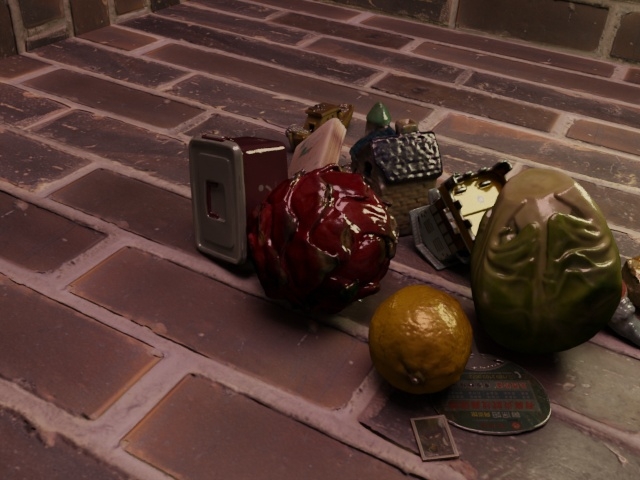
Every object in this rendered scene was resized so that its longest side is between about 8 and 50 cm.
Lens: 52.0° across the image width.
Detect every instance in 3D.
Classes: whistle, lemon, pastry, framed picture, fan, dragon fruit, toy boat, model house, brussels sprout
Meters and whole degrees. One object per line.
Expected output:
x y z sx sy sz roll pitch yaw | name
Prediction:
0.632 0.143 1.404 0.122 0.123 0.223 -25 58 -36 | whistle
0.183 0.183 1.215 0.192 0.192 0.231 12 33 11 | lemon
0.785 0.107 1.482 0.192 0.093 0.182 -1 35 0 | pastry
0.197 0.342 1.140 0.066 0.007 0.089 -4 36 -6 | framed picture
0.291 0.268 1.264 0.223 0.012 0.294 -17 39 -25 | fan
0.000 0.002 1.372 0.329 0.329 0.329 3 34 -2 | dragon fruit
0.008 -0.377 2.091 0.089 0.122 0.321 18 36 29 | toy boat
0.168 -0.198 1.711 0.243 0.284 0.298 -6 35 -23 | model house
0.443 0.042 1.308 0.289 0.355 0.281 -6 17 11 | brussels sprout
0.364 -0.054 1.566 0.224 0.215 0.199 -18 79 -29 | model house

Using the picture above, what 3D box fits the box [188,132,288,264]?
-0.183 -0.105 1.519 0.193 0.294 0.167 16 24 41 | box

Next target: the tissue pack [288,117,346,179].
-0.019 -0.211 1.810 0.071 0.170 0.325 45 29 -20 | tissue pack
